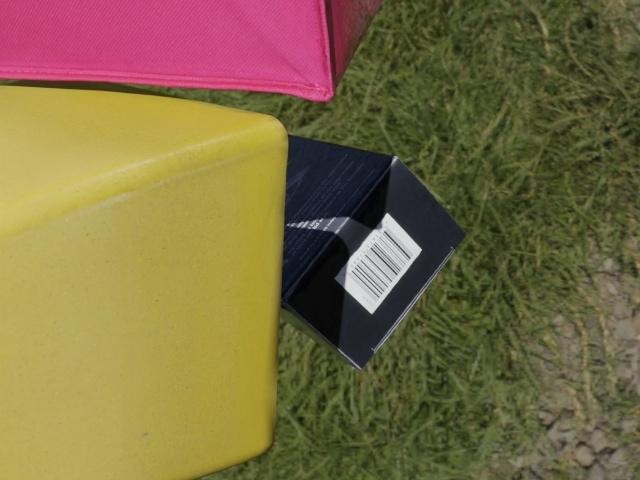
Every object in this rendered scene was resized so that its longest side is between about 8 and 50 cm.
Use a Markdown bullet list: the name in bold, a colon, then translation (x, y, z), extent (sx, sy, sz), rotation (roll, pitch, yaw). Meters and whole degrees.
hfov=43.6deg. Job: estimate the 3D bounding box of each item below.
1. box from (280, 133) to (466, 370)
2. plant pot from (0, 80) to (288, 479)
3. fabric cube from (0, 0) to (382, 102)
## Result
- **box**: translation (0.000, 0.000, 0.729), extent (0.153, 0.108, 0.207), rotation (-51, 29, -8)
- **plant pot**: translation (-0.162, 0.029, 0.448), extent (0.212, 0.187, 0.212), rotation (18, 113, 34)
- **fabric cube**: translation (-0.083, -0.260, 0.473), extent (0.254, 0.259, 0.258), rotation (7, 43, 16)
